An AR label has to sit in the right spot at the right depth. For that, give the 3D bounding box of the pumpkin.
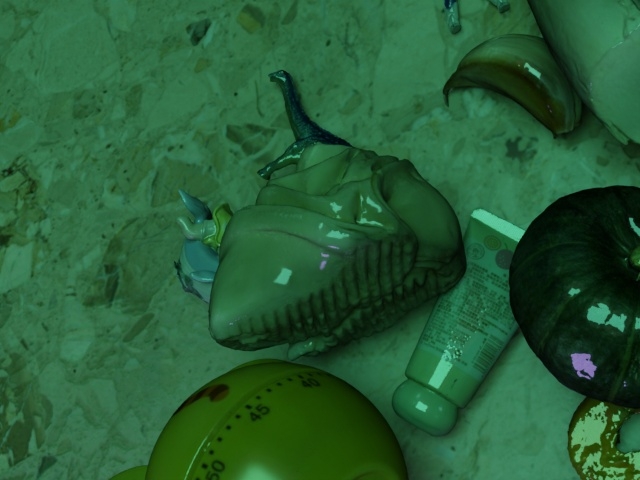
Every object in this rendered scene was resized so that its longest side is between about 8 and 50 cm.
[{"bbox_3d":[0.382,0.060,1.479,0.300,0.207,0.300,-1,52,1],"label":"pumpkin"}]

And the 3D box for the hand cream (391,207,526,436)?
[{"bbox_3d":[0.201,0.116,1.613,0.147,0.093,0.306,29,86,13],"label":"hand cream"}]

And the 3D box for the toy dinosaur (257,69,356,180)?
[{"bbox_3d":[0.014,-0.101,1.728,0.363,0.076,0.147,41,89,23],"label":"toy dinosaur"}]

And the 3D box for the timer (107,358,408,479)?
[{"bbox_3d":[-0.082,0.317,1.547,0.387,0.376,0.376,16,82,43],"label":"timer"}]

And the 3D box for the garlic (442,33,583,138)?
[{"bbox_3d":[0.280,-0.238,1.667,0.206,0.128,0.115,24,62,28],"label":"garlic"}]

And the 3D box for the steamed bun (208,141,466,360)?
[{"bbox_3d":[0.006,0.002,1.559,0.324,0.309,0.219,-34,62,26],"label":"steamed bun"}]

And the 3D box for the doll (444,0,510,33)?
[{"bbox_3d":[0.192,-0.424,1.756,0.114,0.057,0.227,-23,74,15],"label":"doll"}]

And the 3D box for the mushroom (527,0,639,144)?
[{"bbox_3d":[0.349,-0.310,1.574,0.137,0.154,0.407,-32,52,15],"label":"mushroom"}]

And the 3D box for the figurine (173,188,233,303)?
[{"bbox_3d":[-0.130,0.009,1.724,0.184,0.128,0.208,-37,66,4],"label":"figurine"}]

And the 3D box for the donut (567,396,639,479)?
[{"bbox_3d":[0.408,0.253,1.535,0.178,0.065,0.162,-39,65,7],"label":"donut"}]
